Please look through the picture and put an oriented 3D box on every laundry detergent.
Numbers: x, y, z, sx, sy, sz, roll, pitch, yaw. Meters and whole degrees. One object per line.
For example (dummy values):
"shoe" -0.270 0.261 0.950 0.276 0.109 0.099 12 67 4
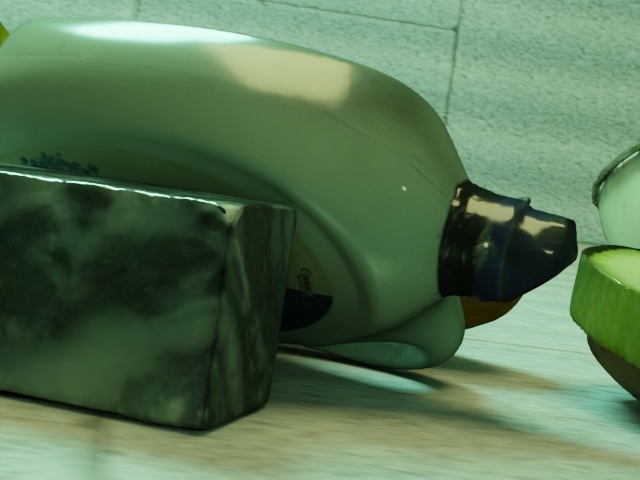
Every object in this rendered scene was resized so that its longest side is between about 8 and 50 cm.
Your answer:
"laundry detergent" -0.014 -0.007 0.684 0.280 0.105 0.215 12 -33 18

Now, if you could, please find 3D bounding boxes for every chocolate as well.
"chocolate" 0.175 0.071 0.734 0.064 0.031 0.101 13 10 -21

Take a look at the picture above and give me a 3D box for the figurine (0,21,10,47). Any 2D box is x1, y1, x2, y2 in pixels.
"figurine" -0.134 -0.085 1.041 0.338 0.204 0.283 -2 18 11

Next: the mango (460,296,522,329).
"mango" 0.013 0.001 0.832 0.227 0.109 0.147 15 -28 18

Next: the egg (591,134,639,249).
"egg" 0.389 0.009 1.288 0.264 0.174 0.286 -5 -20 10

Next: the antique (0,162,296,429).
"antique" -0.112 0.015 0.569 0.183 0.086 0.088 9 3 15

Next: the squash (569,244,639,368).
"squash" 0.247 0.058 0.715 0.252 0.049 0.252 14 11 -3
